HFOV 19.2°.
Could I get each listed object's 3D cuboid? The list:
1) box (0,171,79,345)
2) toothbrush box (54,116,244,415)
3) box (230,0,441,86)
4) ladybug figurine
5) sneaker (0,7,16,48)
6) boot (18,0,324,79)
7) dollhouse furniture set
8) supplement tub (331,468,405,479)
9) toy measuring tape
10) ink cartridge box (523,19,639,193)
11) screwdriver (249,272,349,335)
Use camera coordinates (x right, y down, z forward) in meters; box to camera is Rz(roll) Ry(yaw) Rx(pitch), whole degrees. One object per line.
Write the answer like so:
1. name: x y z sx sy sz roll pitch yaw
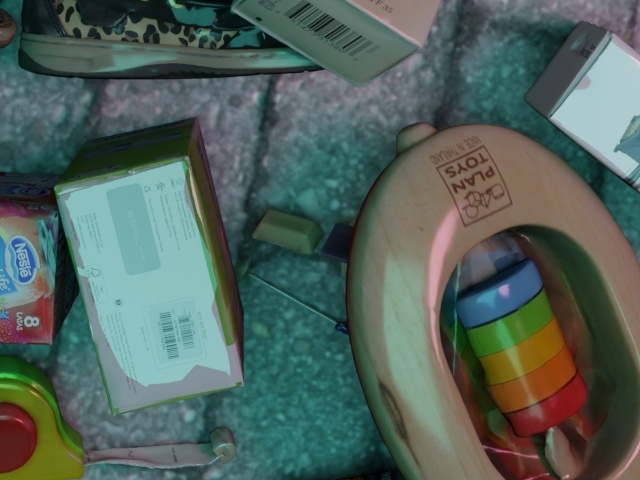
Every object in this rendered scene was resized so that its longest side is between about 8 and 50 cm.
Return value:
1. box: -0.289 0.011 1.716 0.128 0.257 0.123 3 99 -3
2. toothbrush box: -0.147 0.014 1.709 0.122 0.283 0.206 -13 100 -1
3. box: 0.056 -0.309 1.661 0.148 0.121 0.311 28 66 -18
4. ladybug figurine: 0.162 0.098 1.774 0.305 0.162 0.449 -24 100 -24
5. sneaker: -0.367 -0.190 1.767 0.188 0.066 0.071 12 118 18
6. boot: -0.097 -0.295 1.736 0.377 0.138 0.284 -2 100 4
7. dollhouse furniture set: 0.000 0.000 1.852 0.114 0.091 0.081 16 142 17
8. supplement tub: 0.034 0.288 1.849 0.190 0.117 0.117 -11 100 -1
9. toy measuring tape: -0.245 0.167 1.824 0.330 0.121 0.121 -2 100 -10
10. ink cartridge box: 0.316 -0.091 1.763 0.237 0.172 0.100 37 97 -8
11. screwdriver: 0.003 0.077 1.859 0.170 0.024 0.025 25 70 -5
